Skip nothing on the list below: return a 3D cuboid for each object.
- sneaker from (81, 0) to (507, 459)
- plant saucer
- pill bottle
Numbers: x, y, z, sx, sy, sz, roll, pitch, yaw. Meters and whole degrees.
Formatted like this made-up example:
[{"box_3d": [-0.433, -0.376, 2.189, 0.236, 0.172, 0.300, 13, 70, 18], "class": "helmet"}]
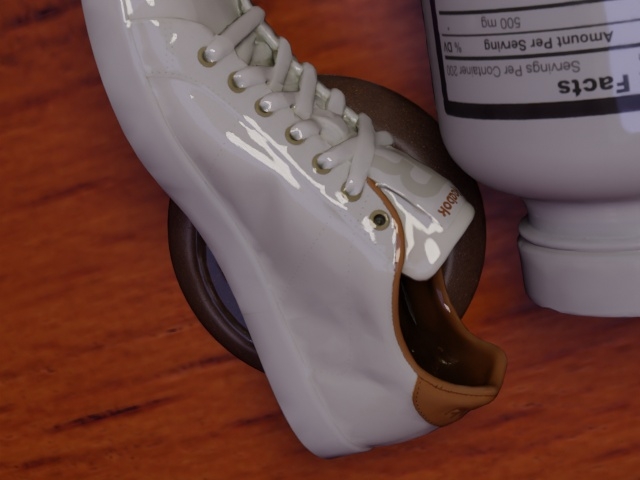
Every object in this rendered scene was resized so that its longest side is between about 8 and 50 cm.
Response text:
[{"box_3d": [0.000, -0.039, 0.693, 0.123, 0.106, 0.290, -17, 112, 30], "class": "sneaker"}, {"box_3d": [0.000, 0.000, 0.779, 0.168, 0.029, 0.168, 2, 104, 9], "class": "plant saucer"}, {"box_3d": [0.128, -0.139, 0.646, 0.182, 0.181, 0.323, -7, 103, 10], "class": "pill bottle"}]
